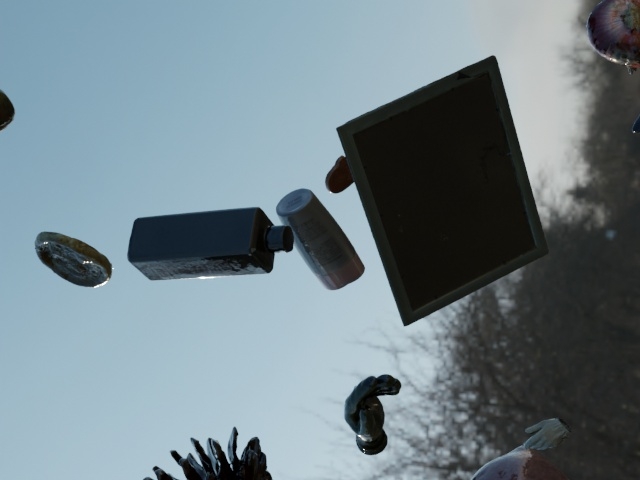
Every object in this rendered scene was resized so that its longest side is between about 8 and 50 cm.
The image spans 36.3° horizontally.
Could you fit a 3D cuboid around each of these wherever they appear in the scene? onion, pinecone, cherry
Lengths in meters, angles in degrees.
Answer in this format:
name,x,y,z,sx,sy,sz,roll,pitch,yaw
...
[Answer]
name,x,y,z,sx,sy,sz,roll,pitch,yaw
onion,0.524,-0.337,1.644,0.140,0.150,0.150,67,-150,-61
pinecone,-0.182,0.444,1.578,0.264,0.264,0.264,2,-90,-72
cherry,0.315,0.461,1.579,0.206,0.239,0.239,-9,-77,-36

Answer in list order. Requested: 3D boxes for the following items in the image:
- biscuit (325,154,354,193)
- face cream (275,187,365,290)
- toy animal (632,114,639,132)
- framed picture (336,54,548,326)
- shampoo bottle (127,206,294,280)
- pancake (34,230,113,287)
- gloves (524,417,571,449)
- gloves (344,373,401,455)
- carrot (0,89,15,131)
name,x,y,z,sx,sy,sz,roll,pitch,yaw
biscuit,0.044,-0.131,1.851,0.091,0.015,0.078,-38,-40,-18
face cream,0.000,0.000,1.608,0.198,0.084,0.057,57,-168,-41
toy animal,0.591,-0.261,1.336,0.090,0.324,0.195,59,170,29
framed picture,0.151,-0.056,1.162,0.016,0.216,0.273,40,152,63
shampoo bottle,-0.158,0.005,1.436,0.080,0.246,0.079,53,-142,-56
pancake,-0.434,0.035,1.704,0.158,0.158,0.028,69,-144,-50
gloves,0.318,0.269,1.362,0.044,0.081,0.037,54,-150,18
gloves,0.102,0.359,2.048,0.268,0.107,0.135,97,-175,-48
carrot,-0.635,-0.161,1.585,0.298,0.078,0.078,-33,-49,-28
